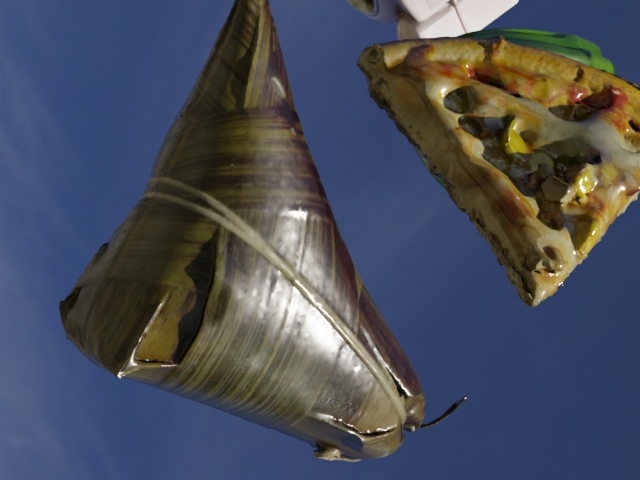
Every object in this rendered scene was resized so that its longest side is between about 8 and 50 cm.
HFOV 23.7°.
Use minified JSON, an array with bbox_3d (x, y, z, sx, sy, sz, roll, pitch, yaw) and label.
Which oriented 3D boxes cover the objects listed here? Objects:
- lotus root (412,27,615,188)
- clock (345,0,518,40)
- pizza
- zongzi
[{"bbox_3d":[0.135,-0.111,1.302,0.186,0.186,0.186,5,-84,46],"label":"lotus root"},{"bbox_3d":[0.041,-0.384,1.630,0.326,0.184,0.342,42,-18,46],"label":"clock"},{"bbox_3d":[0.099,-0.044,0.776,0.184,0.176,0.036,20,-45,0],"label":"pizza"},{"bbox_3d":[0.000,0.000,0.698,0.084,0.187,0.184,17,-98,56],"label":"zongzi"}]
